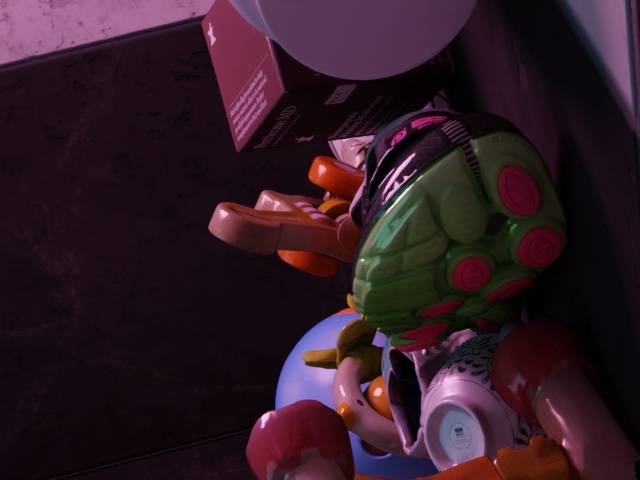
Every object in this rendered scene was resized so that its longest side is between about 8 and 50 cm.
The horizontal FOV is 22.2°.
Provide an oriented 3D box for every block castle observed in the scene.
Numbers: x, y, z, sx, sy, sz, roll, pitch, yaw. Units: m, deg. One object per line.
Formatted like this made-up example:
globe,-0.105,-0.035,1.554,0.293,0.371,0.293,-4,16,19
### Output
block castle,0.121,0.302,1.406,0.213,0.303,0.453,-117,11,-53

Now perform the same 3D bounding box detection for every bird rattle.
bird rattle,0.099,0.192,2.039,0.143,0.253,0.207,-52,17,36

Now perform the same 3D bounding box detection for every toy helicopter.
toy helicopter,0.000,0.000,1.975,0.355,0.235,0.140,2,-66,-58

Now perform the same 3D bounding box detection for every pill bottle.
pill bottle,0.008,-0.294,1.367,0.407,0.229,0.229,-106,3,-59

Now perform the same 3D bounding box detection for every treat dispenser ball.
treat dispenser ball,0.080,0.232,2.276,0.288,0.288,0.288,166,90,-88

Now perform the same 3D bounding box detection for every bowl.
bowl,0.148,0.175,1.514,0.170,0.080,0.170,11,106,43

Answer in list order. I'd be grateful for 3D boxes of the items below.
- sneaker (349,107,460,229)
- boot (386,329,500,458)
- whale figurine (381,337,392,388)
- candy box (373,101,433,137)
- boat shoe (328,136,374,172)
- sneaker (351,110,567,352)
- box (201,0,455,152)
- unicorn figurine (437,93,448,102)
sneaker,0.112,-0.100,1.799,0.106,0.123,0.290,36,157,-3
boot,0.131,0.111,1.705,0.095,0.123,0.258,130,143,-48
whale figurine,0.133,0.092,1.900,0.216,0.141,0.272,-107,7,-73
candy box,0.109,-0.128,2.081,0.196,0.070,0.165,80,176,-76
boat shoe,0.088,-0.117,2.416,0.103,0.113,0.302,90,155,-78
sneaker,0.098,-0.026,1.451,0.483,0.185,0.202,95,161,-77
box,0.006,-0.210,1.767,0.168,0.203,0.167,136,122,-62
unicorn figurine,0.091,-0.235,1.885,0.111,0.060,0.162,-161,62,-75
